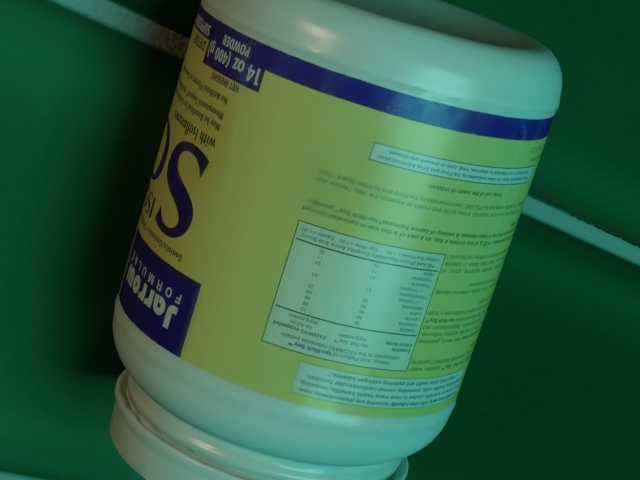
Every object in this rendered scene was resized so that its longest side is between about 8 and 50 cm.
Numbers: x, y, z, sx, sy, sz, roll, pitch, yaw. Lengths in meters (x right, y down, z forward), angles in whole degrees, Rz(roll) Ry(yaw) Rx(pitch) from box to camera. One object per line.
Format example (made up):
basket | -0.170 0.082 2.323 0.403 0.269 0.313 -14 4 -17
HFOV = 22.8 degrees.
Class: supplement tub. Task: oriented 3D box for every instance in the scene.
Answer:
supplement tub | 0.000 0.000 1.049 0.241 0.241 0.331 4 110 -41
